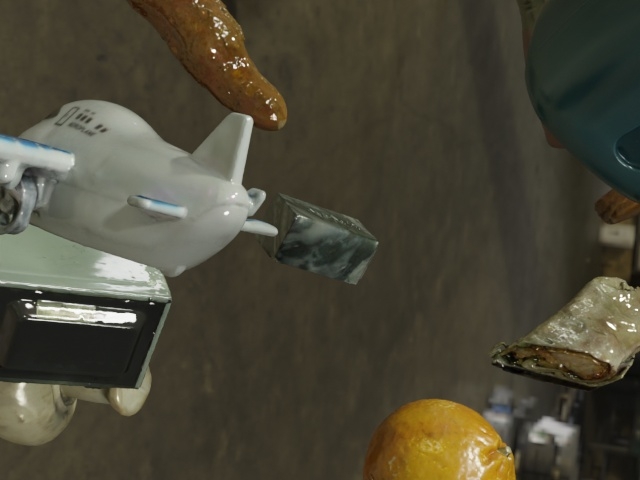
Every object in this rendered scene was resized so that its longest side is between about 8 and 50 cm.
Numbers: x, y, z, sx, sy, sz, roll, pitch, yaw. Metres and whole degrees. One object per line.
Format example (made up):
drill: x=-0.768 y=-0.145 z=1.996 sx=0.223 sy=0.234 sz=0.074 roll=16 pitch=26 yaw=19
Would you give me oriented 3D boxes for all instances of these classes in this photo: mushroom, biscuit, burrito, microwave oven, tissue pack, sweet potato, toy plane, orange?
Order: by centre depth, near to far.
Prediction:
toy plane: x=-0.150 y=-0.044 z=0.880 sx=0.267 sy=0.267 sz=0.122 roll=15 pitch=86 yaw=-70
tissue pack: x=0.310 y=-0.158 z=0.917 sx=0.198 sy=0.287 sz=0.206 roll=35 pitch=43 yaw=-25
orange: x=0.150 y=0.308 z=1.452 sx=0.219 sy=0.193 sz=0.219 roll=18 pitch=68 yaw=-52
sweet potato: x=-0.164 y=-0.280 z=1.492 sx=0.354 sy=0.095 sz=0.106 roll=49 pitch=7 yaw=-5
biscuit: x=0.479 y=-0.103 z=1.519 sx=0.052 sy=0.277 sz=0.262 roll=54 pitch=5 yaw=8
microwave oven: x=-0.449 y=0.084 z=1.799 sx=0.218 sy=0.355 sz=0.286 roll=-66 pitch=-147 yaw=28
burrito: x=0.456 y=0.164 z=1.946 sx=0.348 sy=0.175 sz=0.107 roll=-25 pitch=134 yaw=-39
mushroom: x=-0.526 y=0.243 z=2.142 sx=0.315 sy=0.356 sz=0.315 roll=-18 pitch=126 yaw=-26

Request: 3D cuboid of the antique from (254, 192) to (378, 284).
antique: x=0.000 y=0.000 z=1.855 sx=0.183 sy=0.088 sz=0.086 roll=17 pitch=109 yaw=-34

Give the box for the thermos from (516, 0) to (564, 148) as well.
thermos: x=0.377 y=-0.294 z=1.803 sx=0.265 sy=0.146 sz=0.176 roll=65 pitch=-5 yaw=-18
